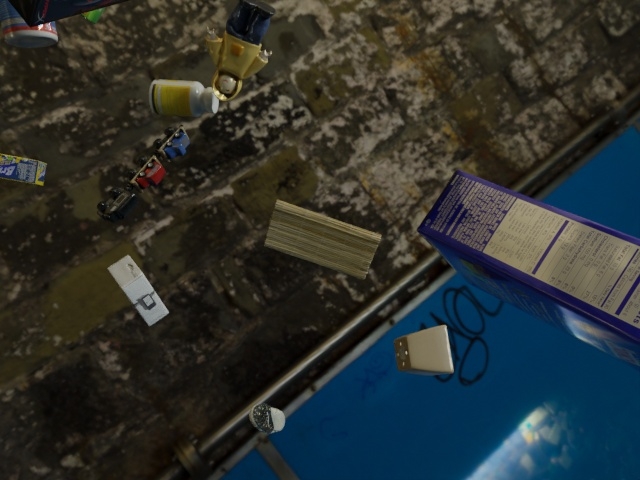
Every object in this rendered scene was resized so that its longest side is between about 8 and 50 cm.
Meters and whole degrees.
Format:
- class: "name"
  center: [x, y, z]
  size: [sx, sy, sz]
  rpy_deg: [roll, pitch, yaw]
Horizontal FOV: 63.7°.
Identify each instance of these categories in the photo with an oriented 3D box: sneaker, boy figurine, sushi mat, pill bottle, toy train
- class: "sneaker"
  center: [-0.176, 0.544, 1.564]
  size: [0.086, 0.085, 0.237]
  rpy_deg: [-7, 155, 10]
- class: "boy figurine"
  center: [-0.228, -0.504, 1.372]
  size: [0.285, 0.177, 0.092]
  rpy_deg: [-57, -159, 31]
- class: "sushi mat"
  center: [0.000, 0.000, 1.463]
  size: [0.019, 0.317, 0.151]
  rpy_deg: [-64, 171, -62]
- class: "pill bottle"
  center: [-0.751, -0.615, 1.302]
  size: [0.124, 0.221, 0.124]
  rpy_deg: [-7, -171, 1]
- class: "toy train"
  center: [-0.214, -0.085, 0.641]
  size: [0.158, 0.036, 0.027]
  rpy_deg: [-56, 157, -21]
- class: "pill bottle"
  center: [-0.400, -0.417, 1.516]
  size: [0.184, 0.103, 0.103]
  rpy_deg: [5, -172, 4]

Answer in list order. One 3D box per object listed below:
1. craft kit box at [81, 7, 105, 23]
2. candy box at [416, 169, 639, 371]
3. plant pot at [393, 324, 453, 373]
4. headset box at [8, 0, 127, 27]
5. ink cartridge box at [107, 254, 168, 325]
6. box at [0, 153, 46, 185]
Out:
- class: "craft kit box"
  center: [-0.527, -0.641, 1.085]
  size: [0.249, 0.247, 0.061]
  rpy_deg: [-54, -172, 6]
- class: "candy box"
  center: [0.338, 0.049, 0.746]
  size: [0.122, 0.317, 0.268]
  rpy_deg: [-57, 142, -1]
- class: "plant pot"
  center: [0.231, 0.260, 1.197]
  size: [0.096, 0.109, 0.109]
  rpy_deg: [-1, 163, -17]
- class: "headset box"
  center: [-0.321, -0.464, 0.771]
  size: [0.218, 0.110, 0.293]
  rpy_deg: [-30, -170, 48]
- class: "ink cartridge box"
  center: [-0.459, 0.126, 1.297]
  size: [0.063, 0.150, 0.109]
  rpy_deg: [-36, -135, -20]
- class: "box"
  center: [-0.701, -0.162, 1.128]
  size: [0.169, 0.054, 0.059]
  rpy_deg: [10, 180, -12]
